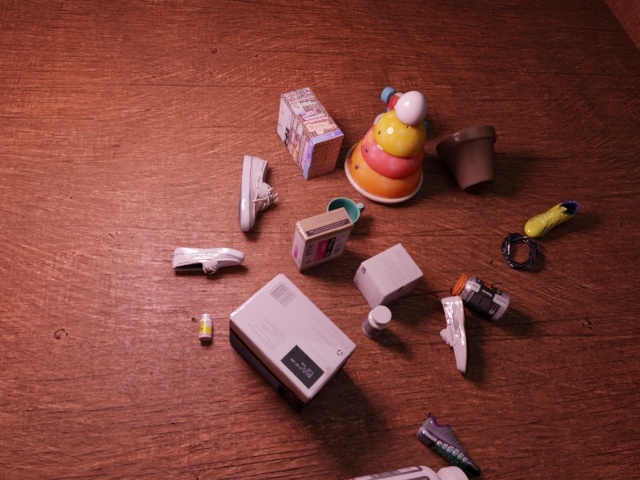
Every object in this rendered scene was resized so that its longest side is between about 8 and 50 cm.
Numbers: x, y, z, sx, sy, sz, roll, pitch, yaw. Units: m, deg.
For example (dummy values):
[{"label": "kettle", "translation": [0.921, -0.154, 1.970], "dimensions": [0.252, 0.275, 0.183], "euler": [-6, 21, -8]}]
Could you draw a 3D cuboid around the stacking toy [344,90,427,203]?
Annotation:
[{"label": "stacking toy", "translation": [0.307, -0.409, 1.884], "dimensions": [0.349, 0.480, 0.351], "euler": [5, 58, -8]}]

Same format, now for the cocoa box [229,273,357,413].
[{"label": "cocoa box", "translation": [-0.099, 0.332, 1.513], "dimensions": [0.347, 0.228, 0.231], "euler": [42, 61, 15]}]

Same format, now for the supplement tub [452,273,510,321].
[{"label": "supplement tub", "translation": [0.605, 0.212, 1.782], "dimensions": [0.190, 0.117, 0.117], "euler": [30, 59, 7]}]

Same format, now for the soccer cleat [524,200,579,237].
[{"label": "soccer cleat", "translation": [1.000, -0.100, 2.039], "dimensions": [0.288, 0.121, 0.094], "euler": [-23, 66, -22]}]

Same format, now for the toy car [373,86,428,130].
[{"label": "toy car", "translation": [0.328, -0.537, 2.171], "dimensions": [0.238, 0.210, 0.219], "euler": [-44, 58, 1]}]

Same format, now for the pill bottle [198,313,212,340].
[{"label": "pill bottle", "translation": [-0.388, 0.293, 1.591], "dimensions": [0.043, 0.043, 0.084], "euler": [1, 59, -10]}]

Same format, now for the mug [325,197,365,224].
[{"label": "mug", "translation": [0.096, -0.090, 1.879], "dimensions": [0.157, 0.097, 0.130], "euler": [8, 58, -7]}]

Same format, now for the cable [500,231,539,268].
[{"label": "cable", "translation": [0.828, 0.040, 1.968], "dimensions": [0.150, 0.047, 0.184], "euler": [37, 61, 12]}]

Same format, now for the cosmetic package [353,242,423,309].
[{"label": "cosmetic package", "translation": [0.246, 0.136, 1.740], "dimensions": [0.183, 0.151, 0.152], "euler": [-26, 67, -22]}]

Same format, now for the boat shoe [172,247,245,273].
[{"label": "boat shoe", "translation": [-0.402, 0.081, 1.698], "dimensions": [0.257, 0.095, 0.084], "euler": [0, 63, 1]}]

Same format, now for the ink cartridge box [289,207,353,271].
[{"label": "ink cartridge box", "translation": [0.000, 0.000, 1.726], "dimensions": [0.193, 0.235, 0.088], "euler": [-20, 64, -20]}]

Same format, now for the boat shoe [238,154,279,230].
[{"label": "boat shoe", "translation": [-0.239, -0.185, 1.866], "dimensions": [0.156, 0.136, 0.368], "euler": [6, 49, -11]}]

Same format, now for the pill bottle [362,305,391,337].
[{"label": "pill bottle", "translation": [0.198, 0.284, 1.650], "dimensions": [0.078, 0.137, 0.078], "euler": [5, 59, -8]}]

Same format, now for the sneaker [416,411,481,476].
[{"label": "sneaker", "translation": [0.425, 0.650, 1.510], "dimensions": [0.223, 0.083, 0.098], "euler": [35, 55, 12]}]

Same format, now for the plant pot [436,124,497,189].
[{"label": "plant pot", "translation": [0.665, -0.347, 2.078], "dimensions": [0.262, 0.263, 0.230], "euler": [-11, 81, -17]}]

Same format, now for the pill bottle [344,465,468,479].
[{"label": "pill bottle", "translation": [0.241, 0.762, 1.330], "dimensions": [0.362, 0.210, 0.211], "euler": [-4, 60, -13]}]

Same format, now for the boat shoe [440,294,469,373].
[{"label": "boat shoe", "translation": [0.482, 0.340, 1.706], "dimensions": [0.096, 0.098, 0.278], "euler": [-8, 66, 19]}]

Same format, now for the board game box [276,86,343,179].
[{"label": "board game box", "translation": [-0.052, -0.450, 1.989], "dimensions": [0.141, 0.232, 0.291], "euler": [-22, 66, -22]}]
